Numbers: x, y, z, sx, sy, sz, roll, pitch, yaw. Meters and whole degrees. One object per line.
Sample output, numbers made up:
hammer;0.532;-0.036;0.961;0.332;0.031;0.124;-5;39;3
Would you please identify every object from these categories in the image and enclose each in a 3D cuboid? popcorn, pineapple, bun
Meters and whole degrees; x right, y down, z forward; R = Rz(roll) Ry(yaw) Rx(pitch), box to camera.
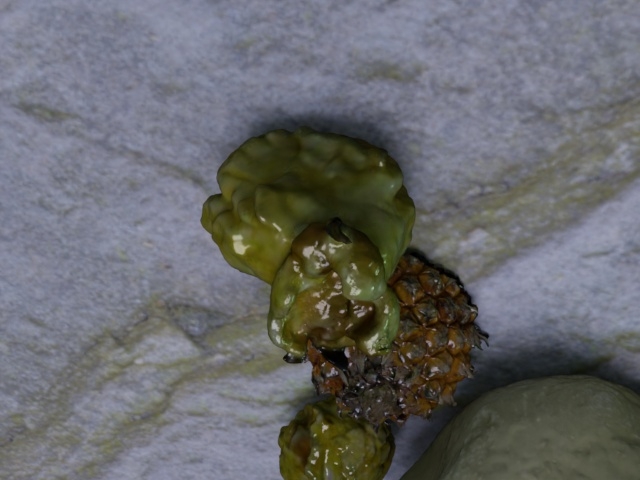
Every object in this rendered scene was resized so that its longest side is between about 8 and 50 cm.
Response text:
popcorn;0.013;0.210;1.019;0.120;0.106;0.116;-7;131;16
pineapple;0.055;0.108;0.922;0.176;0.137;0.161;42;121;-17
bun;0.220;0.304;0.921;0.352;0.227;0.349;10;104;-11
popcorn;-0.010;-0.004;0.827;0.168;0.195;0.173;20;130;-11
